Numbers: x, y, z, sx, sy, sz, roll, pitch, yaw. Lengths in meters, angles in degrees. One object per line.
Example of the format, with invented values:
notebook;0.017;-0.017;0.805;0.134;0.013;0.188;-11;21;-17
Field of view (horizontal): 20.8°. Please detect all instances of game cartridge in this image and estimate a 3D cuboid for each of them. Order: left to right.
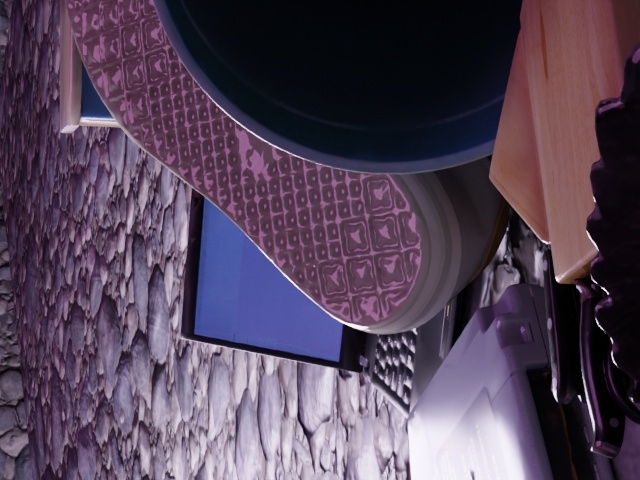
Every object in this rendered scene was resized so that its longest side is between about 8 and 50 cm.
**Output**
game cartridge;0.120;0.201;1.036;0.198;0.062;0.297;110;154;-55

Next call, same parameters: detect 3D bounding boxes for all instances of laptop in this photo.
laptop;0.000;0.000;1.278;0.264;0.136;0.234;-140;53;-67

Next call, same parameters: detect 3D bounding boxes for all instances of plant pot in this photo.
plant pot;0.034;-0.209;1.025;0.255;0.271;0.272;-99;17;-67

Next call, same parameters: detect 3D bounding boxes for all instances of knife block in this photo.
knife block;0.172;-0.040;0.833;0.242;0.088;0.276;-124;39;-59

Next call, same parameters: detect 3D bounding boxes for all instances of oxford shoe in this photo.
oxford shoe;-0.034;-0.106;1.193;0.449;0.130;0.169;48;124;30

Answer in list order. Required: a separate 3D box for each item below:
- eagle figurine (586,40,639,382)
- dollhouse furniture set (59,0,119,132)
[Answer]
eagle figurine;0.226;0.053;0.482;0.225;0.226;0.298;-25;79;30
dollhouse furniture set;-0.099;-0.225;1.498;0.303;0.198;0.286;164;106;-71
